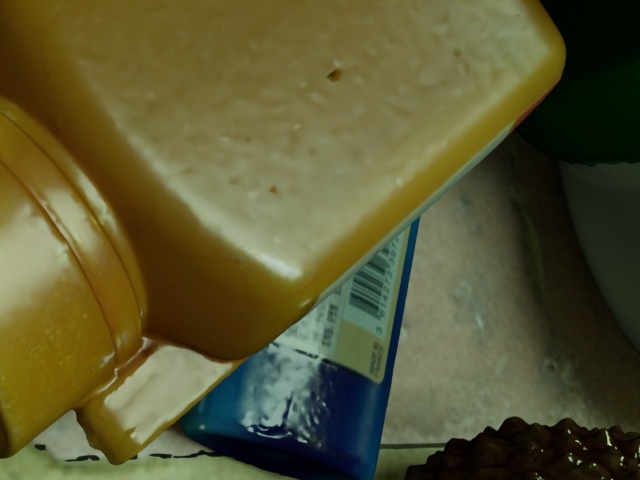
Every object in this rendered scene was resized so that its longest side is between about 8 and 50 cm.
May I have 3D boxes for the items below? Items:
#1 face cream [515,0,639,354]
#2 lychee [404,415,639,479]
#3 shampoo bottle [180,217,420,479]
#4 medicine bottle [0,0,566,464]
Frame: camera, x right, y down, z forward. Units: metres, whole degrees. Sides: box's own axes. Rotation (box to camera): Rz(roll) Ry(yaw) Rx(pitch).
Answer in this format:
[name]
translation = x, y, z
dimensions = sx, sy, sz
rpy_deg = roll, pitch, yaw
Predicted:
[face cream]
translation = 0.255, -0.044, 0.657
dimensions = 0.357, 0.219, 0.312
rpy_deg = 42, 56, -30
[lychee]
translation = 0.097, 0.155, 0.499
dimensions = 0.188, 0.188, 0.188
rpy_deg = 11, 75, -43
[shampoo bottle]
translation = 0.000, 0.000, 0.518
dimensions = 0.087, 0.050, 0.183
rpy_deg = 25, 66, -31
[medicine bottle]
translation = -0.046, -0.041, 0.416
dimensions = 0.222, 0.112, 0.149
rpy_deg = -40, 94, -28
